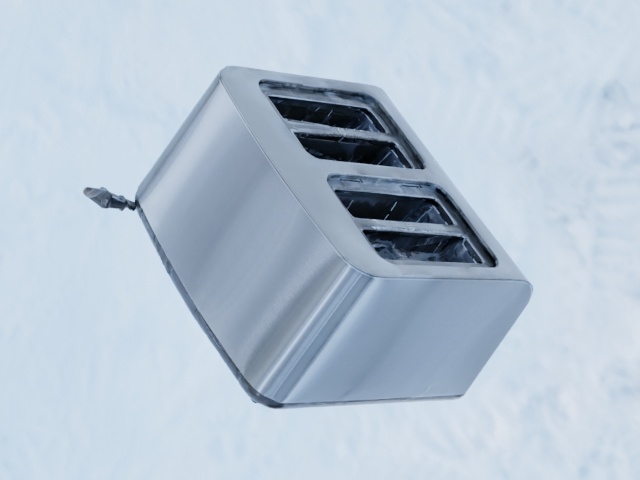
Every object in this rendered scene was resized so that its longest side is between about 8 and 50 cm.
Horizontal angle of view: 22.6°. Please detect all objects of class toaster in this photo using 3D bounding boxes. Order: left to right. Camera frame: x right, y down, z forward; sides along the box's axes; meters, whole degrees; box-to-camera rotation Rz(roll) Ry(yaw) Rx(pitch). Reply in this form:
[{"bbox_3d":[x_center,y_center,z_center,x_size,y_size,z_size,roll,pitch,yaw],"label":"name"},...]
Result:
[{"bbox_3d":[0.000,0.000,0.875,0.185,0.168,0.110,3,132,-44],"label":"toaster"}]
